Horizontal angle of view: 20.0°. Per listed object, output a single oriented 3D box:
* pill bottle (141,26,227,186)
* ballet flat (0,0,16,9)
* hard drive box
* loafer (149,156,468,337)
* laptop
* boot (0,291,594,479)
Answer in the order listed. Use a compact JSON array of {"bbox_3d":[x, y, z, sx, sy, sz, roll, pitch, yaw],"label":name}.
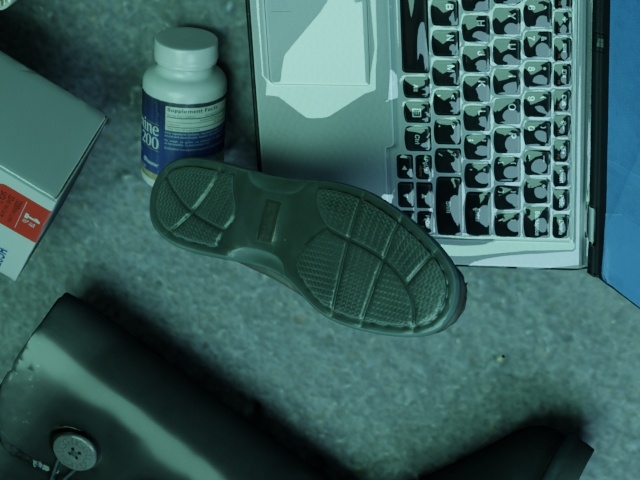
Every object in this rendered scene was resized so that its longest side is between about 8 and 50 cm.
[{"bbox_3d":[-0.107,-0.103,1.427,0.067,0.067,0.120,12,119,15],"label":"pill bottle"},{"bbox_3d":[-0.239,-0.253,1.382,0.342,0.116,0.124,-31,106,25],"label":"ballet flat"},{"bbox_3d":[-0.304,-0.090,1.437,0.232,0.089,0.181,30,151,-5],"label":"hard drive box"},{"bbox_3d":[0.000,0.000,1.349,0.267,0.084,0.096,22,94,28],"label":"loafer"},{"bbox_3d":[0.128,-0.104,1.232,0.408,0.236,0.382,2,116,10],"label":"laptop"},{"bbox_3d":[-0.047,0.179,1.518,0.445,0.146,0.367,37,121,5],"label":"boot"}]
